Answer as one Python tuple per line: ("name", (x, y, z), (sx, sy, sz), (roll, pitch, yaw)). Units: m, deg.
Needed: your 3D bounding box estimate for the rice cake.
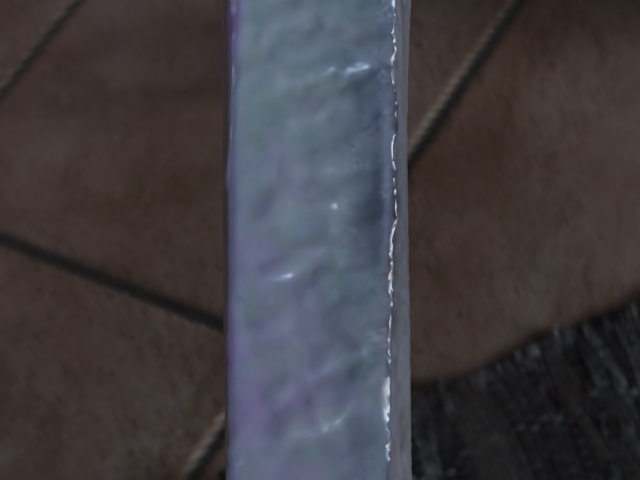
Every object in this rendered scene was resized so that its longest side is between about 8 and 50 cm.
("rice cake", (0.000, 0.000, 0.526), (0.056, 0.072, 0.364), (-2, 77, 8))
